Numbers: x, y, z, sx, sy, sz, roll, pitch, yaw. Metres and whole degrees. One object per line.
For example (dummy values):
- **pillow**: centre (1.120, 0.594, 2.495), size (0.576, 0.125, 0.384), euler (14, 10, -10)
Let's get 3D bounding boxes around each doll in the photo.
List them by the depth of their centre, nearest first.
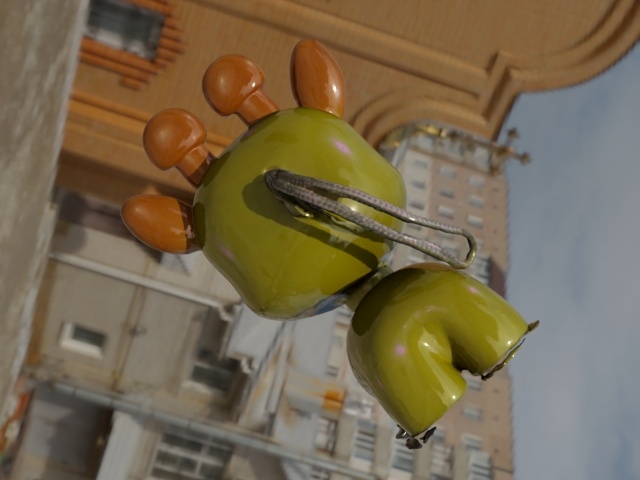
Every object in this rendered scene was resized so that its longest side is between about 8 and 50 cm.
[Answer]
- **doll**: centre (0.000, 0.000, 0.577), size (0.143, 0.221, 0.135), euler (-42, 174, -2)
